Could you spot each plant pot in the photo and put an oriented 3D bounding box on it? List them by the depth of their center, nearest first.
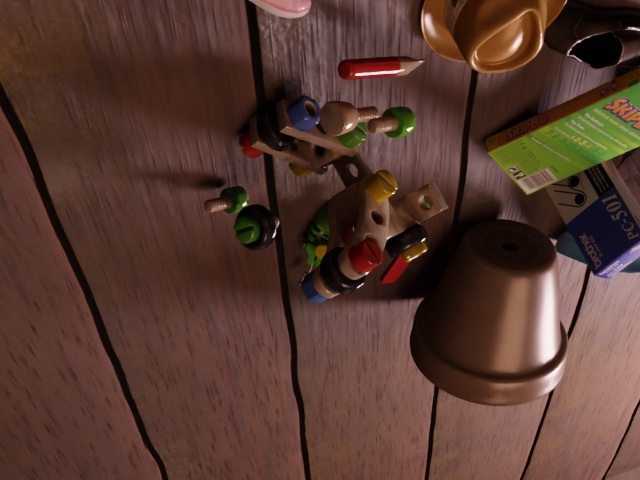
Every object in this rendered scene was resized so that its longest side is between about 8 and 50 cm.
[{"bbox_3d":[0.287,0.097,1.845,0.263,0.263,0.229,-9,128,-22],"label":"plant pot"}]

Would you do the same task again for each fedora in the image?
[{"bbox_3d":[0.213,-0.257,1.353,0.194,0.079,0.194,-9,149,-6],"label":"fedora"}]

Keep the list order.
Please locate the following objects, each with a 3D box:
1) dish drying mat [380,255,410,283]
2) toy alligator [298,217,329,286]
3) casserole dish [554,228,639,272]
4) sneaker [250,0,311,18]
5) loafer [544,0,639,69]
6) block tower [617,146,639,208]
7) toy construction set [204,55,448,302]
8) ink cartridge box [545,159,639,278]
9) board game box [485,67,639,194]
[{"bbox_3d":[0.126,0.042,1.852,0.032,0.008,0.083,-3,143,-31],"label":"dish drying mat"},{"bbox_3d":[0.000,0.000,1.669,0.051,0.056,0.189,36,129,-6],"label":"toy alligator"},{"bbox_3d":[0.472,0.012,1.903,0.114,0.188,0.037,-6,107,-25],"label":"casserole dish"},{"bbox_3d":[-0.046,-0.280,1.196,0.134,0.051,0.070,16,138,-41],"label":"sneaker"},{"bbox_3d":[0.367,-0.250,1.481,0.220,0.078,0.080,1,142,-33],"label":"loafer"},{"bbox_3d":[0.560,-0.130,1.781,0.097,0.091,0.335,2,142,-34],"label":"block tower"},{"bbox_3d":[0.058,-0.094,1.439,0.237,0.257,0.309,-15,142,-46],"label":"toy construction set"},{"bbox_3d":[0.402,-0.055,1.680,0.046,0.207,0.097,11,135,-44],"label":"ink cartridge box"},{"bbox_3d":[0.375,-0.153,1.611,0.259,0.039,0.124,-22,140,28],"label":"board game box"}]
